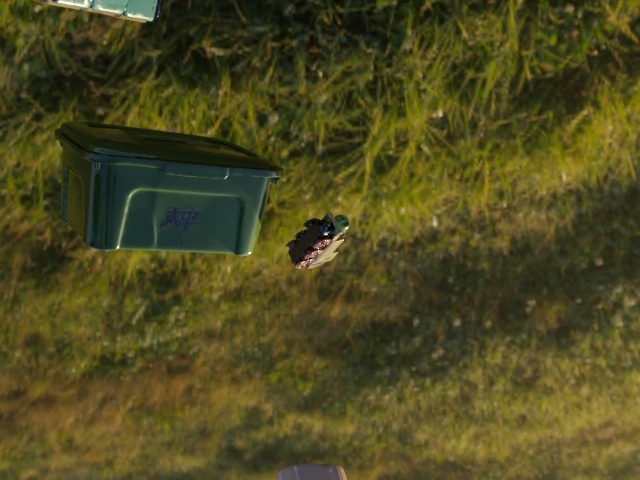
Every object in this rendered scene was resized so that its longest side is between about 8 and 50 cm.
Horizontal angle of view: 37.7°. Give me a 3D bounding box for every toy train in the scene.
[{"bbox_3d":[0.000,0.000,1.581,0.087,0.050,0.138,-13,158,-34],"label":"toy train"}]

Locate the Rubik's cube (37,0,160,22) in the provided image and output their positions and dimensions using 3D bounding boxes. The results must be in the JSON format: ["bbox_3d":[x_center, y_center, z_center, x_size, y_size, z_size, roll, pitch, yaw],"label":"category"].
[{"bbox_3d":[-0.358,-0.443,1.297,0.221,0.231,0.225,18,-167,23],"label":"Rubik's cube"}]

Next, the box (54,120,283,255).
[{"bbox_3d":[-0.255,-0.080,1.511,0.329,0.253,0.177,5,104,-29],"label":"box"}]

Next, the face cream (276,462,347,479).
[{"bbox_3d":[0.011,0.313,0.901,0.084,0.198,0.057,15,133,-35],"label":"face cream"}]
